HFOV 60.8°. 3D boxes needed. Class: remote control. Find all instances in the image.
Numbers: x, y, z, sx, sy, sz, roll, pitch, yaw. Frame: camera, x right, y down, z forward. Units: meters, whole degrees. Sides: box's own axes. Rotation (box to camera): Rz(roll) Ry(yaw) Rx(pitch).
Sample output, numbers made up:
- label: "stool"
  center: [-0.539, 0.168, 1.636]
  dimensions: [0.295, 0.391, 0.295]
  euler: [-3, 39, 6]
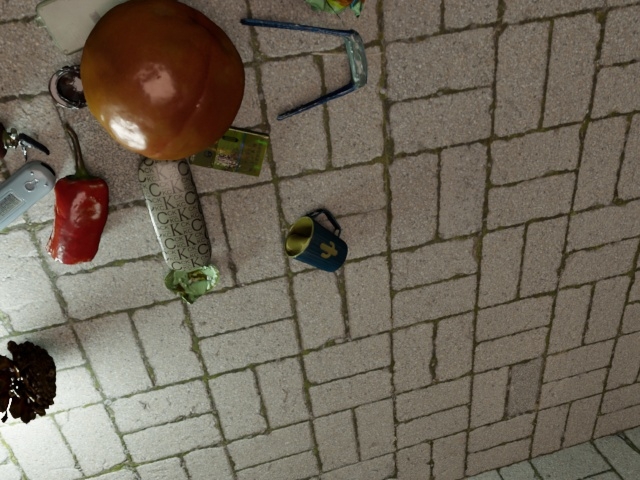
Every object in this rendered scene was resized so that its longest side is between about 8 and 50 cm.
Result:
- label: "remote control"
  center: [-0.776, -0.108, 1.378]
  dimensions: [0.244, 0.047, 0.087]
  euler: [-38, 119, 5]

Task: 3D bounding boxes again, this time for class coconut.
- label: "coconut"
  center: [-0.383, 0.122, 1.620]
  dimensions: [0.158, 0.055, 0.133]
  euler: [2, 120, -16]

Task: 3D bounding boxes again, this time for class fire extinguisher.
- label: "fire extinguisher"
  center: [-0.828, -0.224, 1.273]
  dimensions: [0.344, 0.102, 0.138]
  euler: [-3, 152, -16]

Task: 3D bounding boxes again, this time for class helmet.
- label: "helmet"
  center: [-0.563, -0.363, 1.277]
  dimensions: [0.123, 0.070, 0.098]
  euler: [-11, 116, -2]

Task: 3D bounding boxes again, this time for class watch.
- label: "watch"
  center: [-0.027, -0.473, 1.382]
  dimensions: [0.275, 0.068, 0.276]
  euler: [-20, 123, 1]

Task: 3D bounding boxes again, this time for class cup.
- label: "cup"
  center: [0.000, 0.000, 1.633]
  dimensions: [0.155, 0.131, 0.176]
  euler: [30, 82, -33]

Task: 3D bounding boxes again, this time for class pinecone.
- label: "pinecone"
  center: [-0.894, 0.420, 1.540]
  dimensions: [0.292, 0.246, 0.246]
  euler: [-23, 123, 0]

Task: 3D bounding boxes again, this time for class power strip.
- label: "power strip"
  center: [-0.497, -0.515, 1.222]
  dimensions: [0.271, 0.046, 0.118]
  euler: [-25, 126, -3]

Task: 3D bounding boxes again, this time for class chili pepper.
- label: "chili pepper"
  center: [-0.604, -0.103, 1.382]
  dimensions: [0.135, 0.131, 0.338]
  euler: [7, 116, -30]

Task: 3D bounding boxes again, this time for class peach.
- label: "peach"
  center: [-0.336, -0.358, 1.191]
  dimensions: [0.302, 0.342, 0.343]
  euler: [-32, 126, 31]

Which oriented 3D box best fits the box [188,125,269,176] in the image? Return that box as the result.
- label: "box"
  center: [-0.245, -0.246, 1.463]
  dimensions: [0.193, 0.030, 0.121]
  euler: [8, 116, -21]

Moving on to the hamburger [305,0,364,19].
- label: "hamburger"
  center: [-0.035, -0.601, 1.226]
  dimensions: [0.276, 0.260, 0.150]
  euler: [49, 126, 0]

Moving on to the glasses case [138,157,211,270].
- label: "glasses case"
  center: [-0.391, -0.072, 1.487]
  dimensions: [0.137, 0.085, 0.354]
  euler: [-13, 123, -8]
